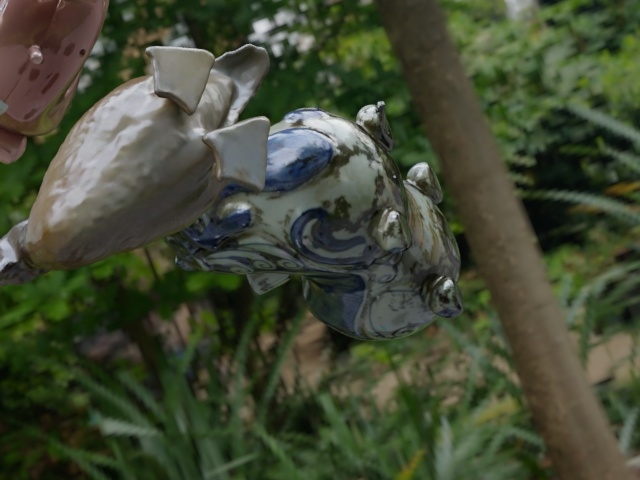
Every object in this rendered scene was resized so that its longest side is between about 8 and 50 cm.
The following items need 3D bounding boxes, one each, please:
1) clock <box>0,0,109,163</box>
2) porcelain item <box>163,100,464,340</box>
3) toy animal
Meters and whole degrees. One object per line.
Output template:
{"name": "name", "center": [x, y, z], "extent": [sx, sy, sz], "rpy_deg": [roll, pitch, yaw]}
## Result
{"name": "clock", "center": [-0.299, -0.224, 1.576], "extent": [0.142, 0.227, 0.241], "rpy_deg": [24, -33, -21]}
{"name": "porcelain item", "center": [0.000, 0.000, 1.159], "extent": [0.186, 0.138, 0.288], "rpy_deg": [-17, -23, 16]}
{"name": "toy animal", "center": [-0.097, -0.041, 0.795], "extent": [0.179, 0.089, 0.188], "rpy_deg": [-31, 12, 40]}
